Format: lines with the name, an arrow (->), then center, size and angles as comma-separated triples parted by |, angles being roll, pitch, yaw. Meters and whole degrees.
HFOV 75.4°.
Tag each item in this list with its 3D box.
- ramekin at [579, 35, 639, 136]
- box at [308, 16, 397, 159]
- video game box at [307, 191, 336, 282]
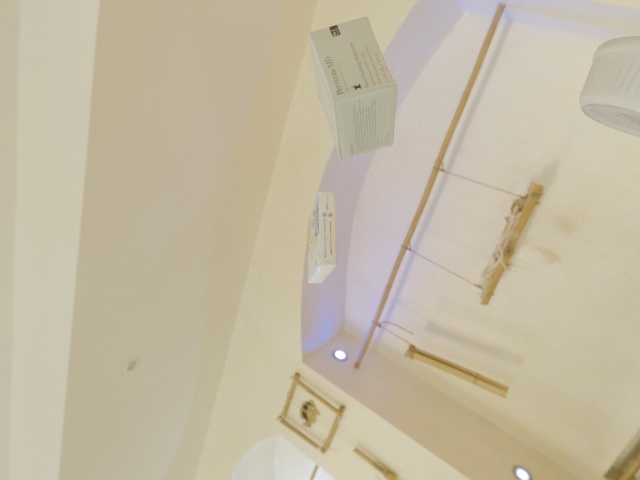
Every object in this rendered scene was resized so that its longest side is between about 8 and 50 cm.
ramekin -> 0.685, -0.303, 0.863 | 0.273, 0.273, 0.127 | -4, -59, -61
box -> 0.063, -0.291, 0.814 | 0.119, 0.180, 0.182 | -16, -23, 1
video game box -> 0.000, 0.000, 1.066 | 0.205, 0.048, 0.186 | 119, 149, -71
